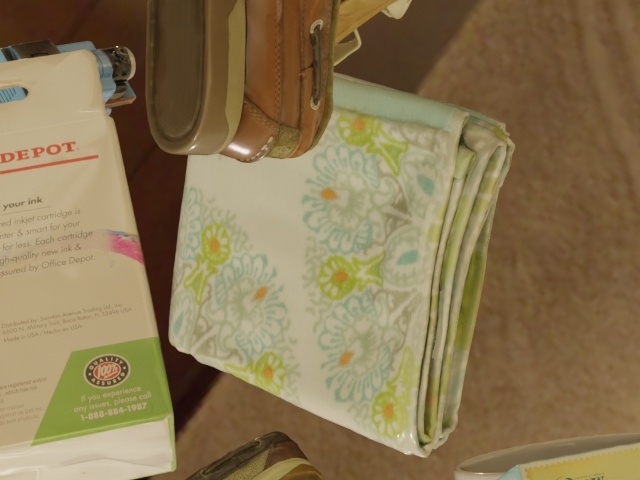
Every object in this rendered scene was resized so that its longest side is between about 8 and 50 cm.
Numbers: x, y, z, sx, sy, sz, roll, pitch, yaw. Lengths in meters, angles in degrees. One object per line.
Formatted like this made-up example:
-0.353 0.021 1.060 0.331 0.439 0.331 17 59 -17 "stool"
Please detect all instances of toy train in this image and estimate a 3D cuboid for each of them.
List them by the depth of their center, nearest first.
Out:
-0.265 -0.156 1.619 0.184 0.105 0.080 -16 -106 -45 "toy train"

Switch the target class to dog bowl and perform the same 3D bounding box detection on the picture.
0.291 0.293 1.832 0.265 0.265 0.104 -7 -92 -60 "dog bowl"

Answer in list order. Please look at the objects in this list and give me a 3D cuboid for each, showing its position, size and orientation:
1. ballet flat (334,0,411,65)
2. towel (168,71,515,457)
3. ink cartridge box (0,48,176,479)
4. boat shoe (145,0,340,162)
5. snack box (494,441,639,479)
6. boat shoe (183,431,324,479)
0.026 -0.196 1.295 0.073 0.232 0.080 44 -158 -37 "ballet flat"
0.000 0.000 1.514 0.374 0.321 0.090 21 -165 41 "towel"
-0.248 0.028 1.307 0.207 0.119 0.353 -10 -119 -7 "ink cartridge box"
-0.035 -0.200 0.943 0.104 0.307 0.110 2 -170 -34 "boat shoe"
0.329 0.266 1.402 0.322 0.060 0.187 -7 -111 -20 "snack box"
-0.102 0.218 1.169 0.080 0.223 0.073 61 176 -39 "boat shoe"
